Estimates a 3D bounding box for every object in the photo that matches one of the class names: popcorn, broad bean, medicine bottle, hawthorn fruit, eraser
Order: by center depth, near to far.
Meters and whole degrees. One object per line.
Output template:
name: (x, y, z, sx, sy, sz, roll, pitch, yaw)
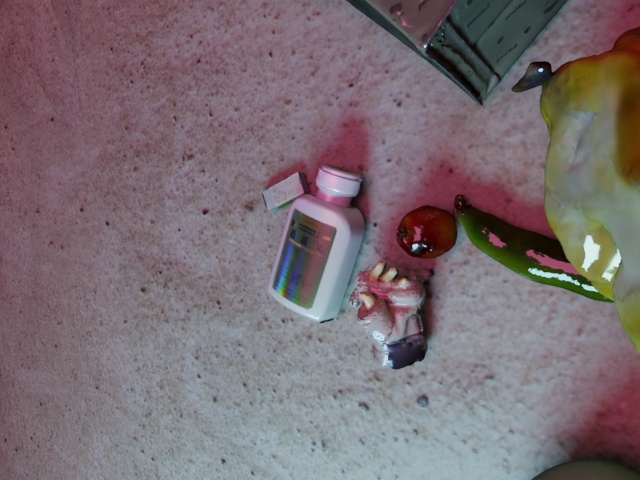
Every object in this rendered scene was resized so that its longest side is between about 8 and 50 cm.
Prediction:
popcorn: (0.320, -0.048, 0.370, 0.281, 0.297, 0.316, 0, 70, -3)
broad bean: (0.257, 0.017, 0.561, 0.254, 0.046, 0.065, 27, 94, 33)
hawthorn fruit: (0.135, -0.009, 0.628, 0.077, 0.077, 0.077, 2, 93, 36)
medicine bottle: (0.000, 0.000, 0.725, 0.115, 0.078, 0.219, 27, 107, 33)
eraser: (-0.057, -0.077, 0.799, 0.083, 0.019, 0.038, -23, 80, 34)

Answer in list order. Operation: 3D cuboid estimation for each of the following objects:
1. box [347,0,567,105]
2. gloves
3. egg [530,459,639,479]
box: (0.107, -0.332, 0.547, 0.297, 0.225, 0.190, 47, 115, 24)
gloves: (0.093, 0.096, 0.652, 0.094, 0.110, 0.144, -153, 67, -76)
egg: (0.260, 0.354, 0.476, 0.203, 0.203, 0.283, 15, 100, 34)
